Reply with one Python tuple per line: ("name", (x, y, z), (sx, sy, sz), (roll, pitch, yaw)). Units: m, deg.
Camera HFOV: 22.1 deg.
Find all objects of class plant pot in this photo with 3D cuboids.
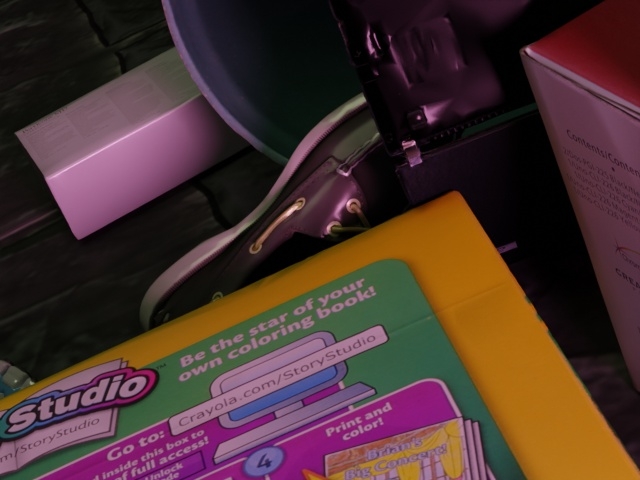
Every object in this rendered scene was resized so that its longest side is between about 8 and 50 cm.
("plant pot", (0.069, -0.188, 1.039), (0.293, 0.293, 0.196), (-10, 7, 22))

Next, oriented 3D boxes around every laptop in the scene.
("laptop", (0.130, -0.123, 0.842), (0.234, 0.264, 0.136), (-21, 9, 5))

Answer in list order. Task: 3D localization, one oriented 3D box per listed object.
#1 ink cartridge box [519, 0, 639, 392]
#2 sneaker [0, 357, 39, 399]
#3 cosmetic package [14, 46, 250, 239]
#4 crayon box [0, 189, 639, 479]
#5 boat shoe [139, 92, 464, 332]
("ink cartridge box", (0.261, -0.086, 0.720), (0.309, 0.271, 0.130), (-31, 32, -12))
("sneaker", (-0.227, 0.099, 0.971), (0.083, 0.071, 0.191), (-45, 36, -21))
("cosmetic package", (-0.092, -0.095, 1.179), (0.239, 0.060, 0.099), (-29, 33, -9))
("crayon box", (-0.045, 0.156, 0.722), (0.363, 0.106, 0.313), (-24, 30, 0))
("boat shoe", (0.000, 0.000, 0.926), (0.228, 0.081, 0.068), (-43, 43, 7))
